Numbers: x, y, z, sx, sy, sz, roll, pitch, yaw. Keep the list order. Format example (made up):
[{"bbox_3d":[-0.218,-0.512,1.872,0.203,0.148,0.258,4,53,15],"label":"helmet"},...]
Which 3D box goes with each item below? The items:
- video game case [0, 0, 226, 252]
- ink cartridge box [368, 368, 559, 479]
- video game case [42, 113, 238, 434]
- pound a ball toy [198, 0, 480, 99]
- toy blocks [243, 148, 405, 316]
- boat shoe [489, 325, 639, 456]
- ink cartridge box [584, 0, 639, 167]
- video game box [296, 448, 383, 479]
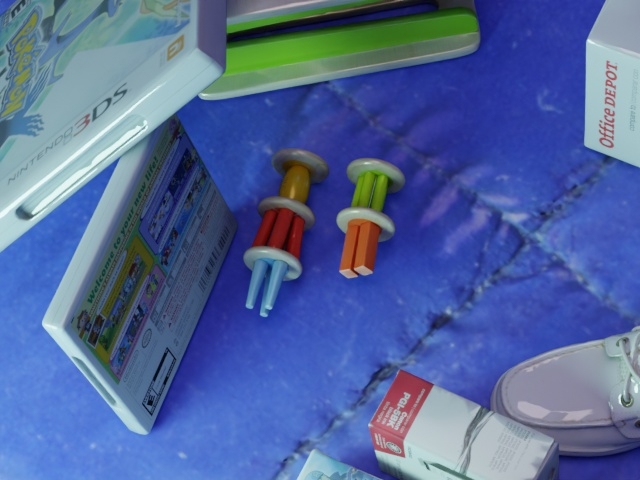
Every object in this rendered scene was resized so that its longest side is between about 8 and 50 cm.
[{"bbox_3d":[-0.194,-0.165,1.427,0.300,0.036,0.329,-35,34,26],"label":"video game case"},{"bbox_3d":[0.112,0.167,1.305,0.135,0.099,0.056,23,67,20],"label":"ink cartridge box"},{"bbox_3d":[-0.140,0.024,1.367,0.023,0.193,0.212,11,63,23],"label":"video game case"},{"bbox_3d":[0.020,-0.257,1.491,0.319,0.208,0.136,-11,61,3],"label":"pound a ball toy"},{"bbox_3d":[0.000,0.000,1.440,0.123,0.054,0.148,8,63,13],"label":"toy blocks"},{"bbox_3d":[0.269,0.102,1.320,0.277,0.096,0.098,-9,62,4],"label":"boat shoe"},{"bbox_3d":[0.342,-0.115,1.386,0.237,0.172,0.100,23,67,20],"label":"ink cartridge box"},{"bbox_3d":[0.032,0.287,1.281,0.187,0.048,0.205,23,67,15],"label":"video game box"}]
